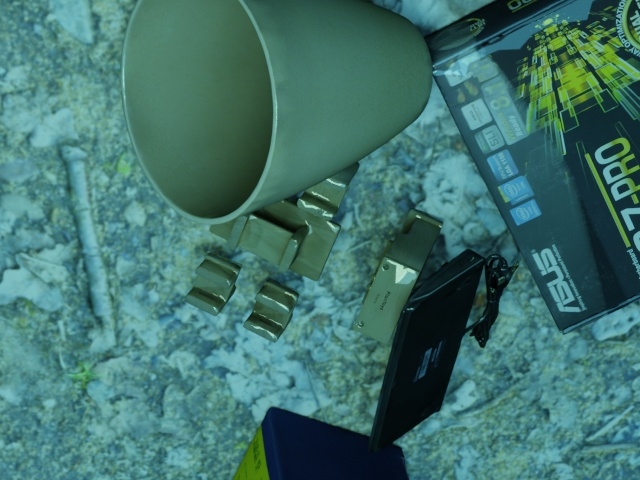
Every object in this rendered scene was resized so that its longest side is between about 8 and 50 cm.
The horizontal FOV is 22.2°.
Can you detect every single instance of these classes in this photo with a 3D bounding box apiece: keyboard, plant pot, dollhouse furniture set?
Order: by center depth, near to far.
[{"bbox_3d":[-0.022,-0.164,1.697,0.274,0.256,0.256,-12,124,-39],"label":"plant pot"},{"bbox_3d":[0.000,0.000,1.881,0.242,0.161,0.212,25,113,4],"label":"dollhouse furniture set"},{"bbox_3d":[0.143,0.117,1.927,0.201,0.033,0.317,-31,152,-29],"label":"keyboard"}]

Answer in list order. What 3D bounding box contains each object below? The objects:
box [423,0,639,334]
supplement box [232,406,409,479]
[{"bbox_3d":[0.335,-0.125,1.860,0.318,0.097,0.395,-25,117,7],"label":"box"},{"bbox_3d":[-0.040,0.423,2.039,0.195,0.194,0.356,20,114,-17],"label":"supplement box"}]
